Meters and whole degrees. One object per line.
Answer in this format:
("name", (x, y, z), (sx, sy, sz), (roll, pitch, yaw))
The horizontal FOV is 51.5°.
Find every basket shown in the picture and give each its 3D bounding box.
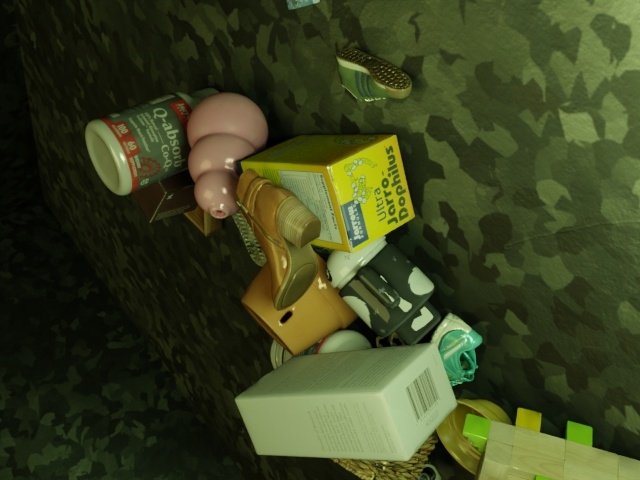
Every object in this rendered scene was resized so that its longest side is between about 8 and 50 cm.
("basket", (0.122, 0.491, 1.716), (0.213, 0.223, 0.299), (40, 164, -35))

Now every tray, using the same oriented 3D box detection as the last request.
("tray", (-0.468, -0.215, 2.193), (0.411, 0.076, 0.203), (41, 143, 27))

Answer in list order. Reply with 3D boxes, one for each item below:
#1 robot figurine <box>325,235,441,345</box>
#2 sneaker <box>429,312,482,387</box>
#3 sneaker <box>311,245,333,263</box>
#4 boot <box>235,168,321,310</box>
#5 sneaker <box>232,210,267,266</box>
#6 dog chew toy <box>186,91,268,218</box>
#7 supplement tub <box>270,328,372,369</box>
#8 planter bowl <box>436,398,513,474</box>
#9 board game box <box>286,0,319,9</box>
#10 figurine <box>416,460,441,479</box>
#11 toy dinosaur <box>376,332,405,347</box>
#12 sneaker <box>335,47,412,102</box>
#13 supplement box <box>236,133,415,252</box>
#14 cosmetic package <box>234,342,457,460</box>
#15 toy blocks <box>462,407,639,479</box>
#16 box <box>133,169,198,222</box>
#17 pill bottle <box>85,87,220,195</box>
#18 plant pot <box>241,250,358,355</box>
("robot figurine", (0.137, 0.104, 1.476), (0.278, 0.173, 0.209), (46, 144, 5))
("sneaker", (0.294, 0.289, 1.498), (0.110, 0.107, 0.275), (30, 138, 27))
("sneaker", (0.000, 0.000, 1.672), (0.283, 0.110, 0.122), (24, 137, 44))
("boot", (-0.112, -0.001, 1.452), (0.220, 0.109, 0.283), (38, 140, 30))
("sneaker", (-0.188, -0.054, 1.899), (0.146, 0.102, 0.293), (60, -168, -80))
("dog chew toy", (-0.236, -0.205, 1.649), (0.206, 0.206, 0.332), (122, 153, -55))
("supplement tub", (0.002, 0.330, 1.850), (0.272, 0.191, 0.191), (2, 116, 54))
("planter bowl", (0.369, 0.429, 1.504), (0.217, 0.090, 0.217), (32, 139, 33))
("board game box", (-0.047, -0.536, 1.389), (0.090, 0.020, 0.090), (9, 122, 50))
("figurine", (0.284, 0.675, 1.798), (0.215, 0.092, 0.209), (40, 157, -10))
("toy dinosaur", (0.170, 0.226, 1.681), (0.183, 0.053, 0.093), (22, 115, 51))
("sneaker", (0.106, -0.310, 1.321), (0.192, 0.064, 0.086), (38, 149, 32))
("supplement box", (0.004, -0.118, 1.487), (0.356, 0.195, 0.194), (12, 125, 51))
("cosmetic package", (0.049, 0.367, 1.511), (0.453, 0.230, 0.162), (-14, 99, 42))
("toy blocks", (0.456, 0.512, 1.326), (0.381, 0.191, 0.261), (13, 131, 14))
("box", (-0.464, -0.196, 1.984), (0.203, 0.168, 0.167), (58, 138, 14))
("pill bottle", (-0.426, -0.281, 1.803), (0.210, 0.363, 0.210), (35, 141, 35))
("plant pot", (-0.066, 0.156, 1.708), (0.291, 0.203, 0.291), (44, 168, 12))
